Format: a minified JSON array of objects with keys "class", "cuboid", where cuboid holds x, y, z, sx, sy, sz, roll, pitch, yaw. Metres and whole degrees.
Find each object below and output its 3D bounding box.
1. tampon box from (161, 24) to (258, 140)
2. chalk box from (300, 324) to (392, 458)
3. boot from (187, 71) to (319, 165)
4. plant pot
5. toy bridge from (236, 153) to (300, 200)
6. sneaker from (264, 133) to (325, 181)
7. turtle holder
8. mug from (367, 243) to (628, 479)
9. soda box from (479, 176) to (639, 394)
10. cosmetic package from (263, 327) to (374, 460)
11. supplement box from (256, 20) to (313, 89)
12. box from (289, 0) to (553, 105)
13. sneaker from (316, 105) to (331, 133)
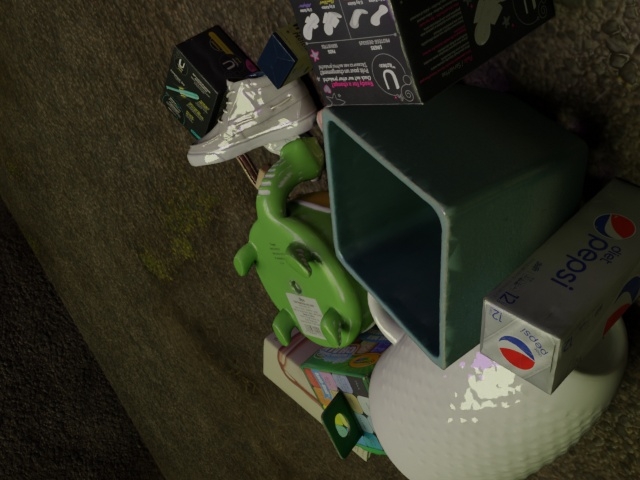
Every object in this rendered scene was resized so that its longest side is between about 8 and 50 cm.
[{"class":"tampon box","cuboid":[-0.200,-0.278,1.507,0.120,0.101,0.161,48,148,9]},{"class":"chalk box","cuboid":[0.103,0.246,1.436,0.179,0.289,0.180,0,120,54]},{"class":"boot","cuboid":[-0.133,-0.218,1.416,0.258,0.095,0.123,-17,112,22]},{"class":"plant pot","cuboid":[0.177,-0.051,1.016,0.248,0.252,0.247,46,154,42]},{"class":"toy bridge","cuboid":[-0.110,-0.120,1.616,0.188,0.026,0.063,45,149,15]},{"class":"sneaker","cuboid":[-0.047,-0.169,1.468,0.152,0.053,0.061,38,130,20]},{"class":"turtle holder","cuboid":[-0.003,0.011,1.408,0.320,0.227,0.243,52,150,4]},{"class":"mug","cuboid":[0.225,0.152,1.186,0.374,0.276,0.328,44,139,6]},{"class":"soda box","cuboid":[0.305,0.044,0.963,0.098,0.286,0.091,29,140,33]},{"class":"cosmetic package","cuboid":[0.037,0.282,1.700,0.296,0.153,0.129,34,143,27]},{"class":"supplement box","cuboid":[-0.041,-0.292,1.295,0.056,0.083,0.083,51,149,4]},{"class":"box","cuboid":[0.117,-0.263,0.949,0.163,0.247,0.142,9,127,50]},{"class":"sneaker","cuboid":[0.046,-0.163,1.337,0.134,0.051,0.070,58,154,1]}]
